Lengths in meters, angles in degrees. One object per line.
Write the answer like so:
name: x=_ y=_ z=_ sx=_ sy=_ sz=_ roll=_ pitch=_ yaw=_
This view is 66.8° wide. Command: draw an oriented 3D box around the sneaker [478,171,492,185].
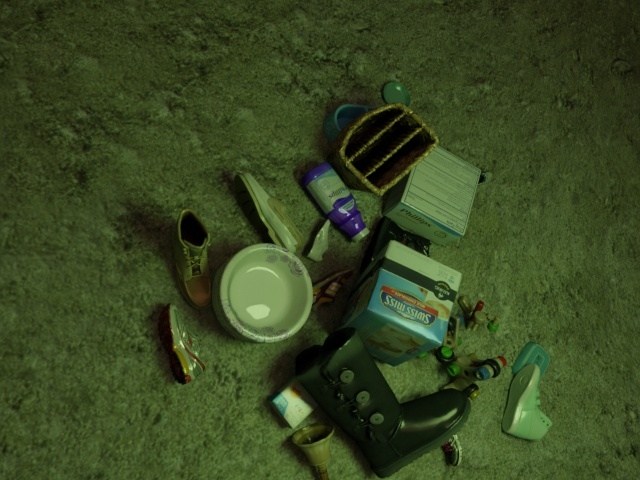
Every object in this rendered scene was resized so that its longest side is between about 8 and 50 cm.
sneaker: x=0.636 y=-0.241 z=1.910 sx=0.135 sy=0.058 sz=0.052 roll=-26 pitch=86 yaw=-26

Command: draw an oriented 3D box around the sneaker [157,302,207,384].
sneaker: x=-0.387 y=0.282 z=1.359 sx=0.092 sy=0.088 sz=0.225 roll=-13 pitch=80 yaw=-45

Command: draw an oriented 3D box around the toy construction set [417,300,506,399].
toy construction set: x=0.474 y=0.379 z=1.626 sx=0.257 sy=0.237 sz=0.309 roll=27 pitch=45 yaw=19

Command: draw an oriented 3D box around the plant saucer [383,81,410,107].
plant saucer: x=0.293 y=-0.557 z=1.886 sx=0.119 sy=0.021 sz=0.119 roll=6 pitch=73 yaw=-20

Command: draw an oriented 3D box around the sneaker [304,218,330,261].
sneaker: x=0.000 y=0.000 z=1.602 sx=0.061 sy=0.053 sz=0.152 roll=33 pitch=69 yaw=-24

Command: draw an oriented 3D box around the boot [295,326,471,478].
boot: x=0.187 y=0.422 z=1.406 sx=0.367 sy=0.146 sz=0.445 roll=-36 pitch=102 yaw=-6

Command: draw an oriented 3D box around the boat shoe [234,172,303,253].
boat shoe: x=-0.163 y=-0.087 z=1.532 sx=0.103 sy=0.113 sz=0.302 roll=-33 pitch=99 yaw=-27

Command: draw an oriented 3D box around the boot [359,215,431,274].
boot: x=0.265 y=0.056 z=1.659 sx=0.207 sy=0.094 sz=0.246 roll=29 pitch=61 yaw=-7

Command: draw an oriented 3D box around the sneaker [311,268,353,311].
sneaker: x=0.034 y=0.157 z=1.562 sx=0.185 sy=0.069 sz=0.084 roll=-27 pitch=95 yaw=-19

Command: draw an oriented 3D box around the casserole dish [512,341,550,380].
casserole dish: x=0.780 y=0.456 z=1.780 sx=0.114 sy=0.037 sz=0.188 roll=47 pitch=64 yaw=-3

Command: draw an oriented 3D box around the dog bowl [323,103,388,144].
dog bowl: x=0.161 y=-0.412 z=1.764 sx=0.297 sy=0.074 sz=0.166 roll=-1 pitch=76 yaw=-21

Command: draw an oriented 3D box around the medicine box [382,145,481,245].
medicine box: x=0.401 y=-0.174 z=1.749 sx=0.263 sy=0.149 sz=0.289 roll=27 pitch=68 yaw=-12

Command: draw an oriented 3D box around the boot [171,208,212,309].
boot: x=-0.350 y=0.056 z=1.358 sx=0.095 sy=0.203 sz=0.262 roll=-11 pitch=79 yaw=-24

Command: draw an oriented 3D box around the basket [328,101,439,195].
basket: x=0.198 y=-0.320 z=1.610 sx=0.299 sy=0.223 sz=0.213 roll=-40 pitch=110 yaw=-9

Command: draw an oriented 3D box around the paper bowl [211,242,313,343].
paper bowl: x=-0.176 y=0.158 z=1.420 sx=0.284 sy=0.148 sz=0.284 roll=6 pitch=76 yaw=-26

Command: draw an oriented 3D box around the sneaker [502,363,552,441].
sneaker: x=0.743 y=0.568 z=1.693 sx=0.151 sy=0.094 sz=0.256 roll=24 pitch=82 yaw=-8

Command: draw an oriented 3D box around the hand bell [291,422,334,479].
hand bell: x=0.008 y=0.668 z=1.395 sx=0.126 sy=0.126 sz=0.242 roll=-16 pitch=93 yaw=-24

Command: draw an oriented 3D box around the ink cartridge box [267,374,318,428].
ink cartridge box: x=-0.054 y=0.454 z=1.440 sx=0.181 sy=0.061 sz=0.104 roll=-38 pitch=91 yaw=-26

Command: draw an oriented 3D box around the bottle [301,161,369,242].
bottle: x=0.057 y=-0.124 z=1.630 sx=0.118 sy=0.092 sz=0.283 roll=-35 pitch=90 yaw=-32

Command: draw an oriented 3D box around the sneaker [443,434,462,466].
sneaker: x=0.402 y=0.640 z=1.567 sx=0.074 sy=0.063 sz=0.170 roll=-1 pitch=70 yaw=-22

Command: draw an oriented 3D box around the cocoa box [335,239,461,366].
cocoa box: x=0.216 y=0.202 z=1.438 sx=0.231 sy=0.347 sz=0.228 roll=26 pitch=62 yaw=-2

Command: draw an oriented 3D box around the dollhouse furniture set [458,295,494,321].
dollhouse furniture set: x=0.565 y=0.233 z=1.742 sx=0.081 sy=0.091 sz=0.114 roll=-30 pitch=84 yaw=-41
